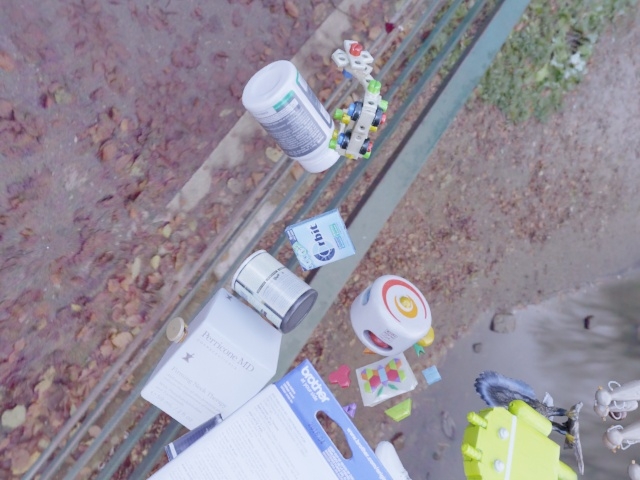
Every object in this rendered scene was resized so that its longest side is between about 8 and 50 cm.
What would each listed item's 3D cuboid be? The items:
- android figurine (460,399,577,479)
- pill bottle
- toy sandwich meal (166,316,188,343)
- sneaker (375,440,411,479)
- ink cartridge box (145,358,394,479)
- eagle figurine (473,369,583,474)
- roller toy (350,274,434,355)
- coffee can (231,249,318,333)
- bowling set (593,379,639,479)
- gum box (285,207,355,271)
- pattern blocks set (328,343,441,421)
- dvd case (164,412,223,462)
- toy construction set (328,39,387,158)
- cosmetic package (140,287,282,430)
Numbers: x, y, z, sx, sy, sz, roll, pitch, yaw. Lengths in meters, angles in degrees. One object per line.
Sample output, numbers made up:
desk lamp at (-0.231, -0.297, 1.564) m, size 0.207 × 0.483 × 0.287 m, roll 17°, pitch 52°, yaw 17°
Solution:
android figurine at (0.378, 0.432, 0.881) m, size 0.273 × 0.056 × 0.248 m, roll 37°, pitch 52°, yaw -8°
pill bottle at (-0.081, -0.403, 1.556) m, size 0.361 × 0.204 × 0.204 m, roll 45°, pitch 66°, yaw -45°
toy sandwich meal at (-0.453, 0.284, 1.459) m, size 0.029 × 0.085 × 0.086 m, roll 36°, pitch 71°, yaw -49°
sneaker at (0.166, 0.482, 0.857) m, size 0.080 × 0.094 × 0.212 m, roll 27°, pitch 44°, yaw -56°
ink cartridge box at (-0.084, 0.309, 0.549) m, size 0.311 × 0.065 × 0.186 m, roll -38°, pitch 75°, yaw -2°
eagle figurine at (0.575, 0.505, 1.301) m, size 0.226 × 0.298 × 0.225 m, roll -76°, pitch 161°, yaw -46°
roller toy at (0.191, 0.198, 1.224) m, size 0.191 × 0.146 × 0.209 m, roll 1°, pitch 54°, yaw -36°
coffee can at (-0.176, 0.195, 1.777) m, size 0.275 × 0.201 × 0.201 m, roll 37°, pitch 66°, yaw 17°
bowling set at (0.898, 0.562, 1.385) m, size 0.154 × 0.200 × 0.287 m, roll -12°, pitch 77°, yaw -1°
gum box at (0.000, 0.000, 1.498) m, size 0.184 × 0.041 × 0.157 m, roll -19°, pitch 108°, yaw 14°
pattern blocks set at (0.204, 0.442, 1.475) m, size 0.324 × 0.285 × 0.026 m, roll -33°, pitch 131°, yaw -3°
dvd case at (-0.391, 0.700, 1.516) m, size 0.221 × 0.018 × 0.165 m, roll -17°, pitch 85°, yaw -51°
toy construction set at (0.100, -0.349, 1.221) m, size 0.151 × 0.328 × 0.215 m, roll 6°, pitch 55°, yaw 5°
cosmetic package at (-0.404, 0.468, 1.782) m, size 0.329 × 0.327 × 0.394 m, roll 40°, pitch 102°, yaw -10°
